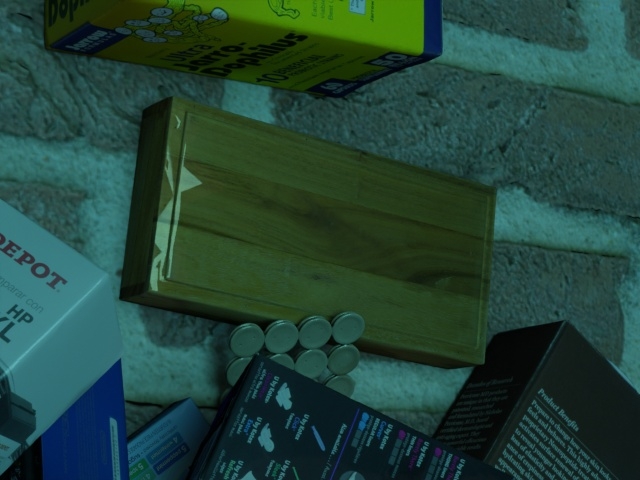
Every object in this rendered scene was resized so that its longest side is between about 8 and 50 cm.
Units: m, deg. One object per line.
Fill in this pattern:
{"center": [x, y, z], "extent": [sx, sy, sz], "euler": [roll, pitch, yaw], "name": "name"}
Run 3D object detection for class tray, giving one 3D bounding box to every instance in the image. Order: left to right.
{"center": [0.000, 0.000, 1.685], "extent": [0.411, 0.076, 0.202], "euler": [14, 74, -31], "name": "tray"}

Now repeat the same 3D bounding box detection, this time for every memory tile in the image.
{"center": [-0.028, 0.126, 1.631], "extent": [0.148, 0.012, 0.113], "euler": [-6, 120, -23], "name": "memory tile"}

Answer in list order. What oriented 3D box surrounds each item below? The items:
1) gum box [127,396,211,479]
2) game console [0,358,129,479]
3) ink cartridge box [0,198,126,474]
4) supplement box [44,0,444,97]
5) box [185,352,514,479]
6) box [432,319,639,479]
{"center": [-0.140, 0.272, 1.553], "extent": [0.157, 0.041, 0.184], "euler": [-35, 96, -34], "name": "gum box"}
{"center": [-0.305, 0.185, 1.427], "extent": [0.250, 0.173, 0.293], "euler": [43, 33, -52], "name": "game console"}
{"center": [-0.346, 0.101, 1.299], "extent": [0.223, 0.129, 0.307], "euler": [33, 60, 21], "name": "ink cartridge box"}
{"center": [-0.075, -0.279, 1.614], "extent": [0.357, 0.194, 0.195], "euler": [6, 78, -31], "name": "supplement box"}
{"center": [0.015, 0.245, 1.495], "extent": [0.270, 0.165, 0.143], "euler": [26, 62, -4], "name": "box"}
{"center": [0.201, 0.291, 1.725], "extent": [0.191, 0.143, 0.381], "euler": [45, 62, -17], "name": "box"}
